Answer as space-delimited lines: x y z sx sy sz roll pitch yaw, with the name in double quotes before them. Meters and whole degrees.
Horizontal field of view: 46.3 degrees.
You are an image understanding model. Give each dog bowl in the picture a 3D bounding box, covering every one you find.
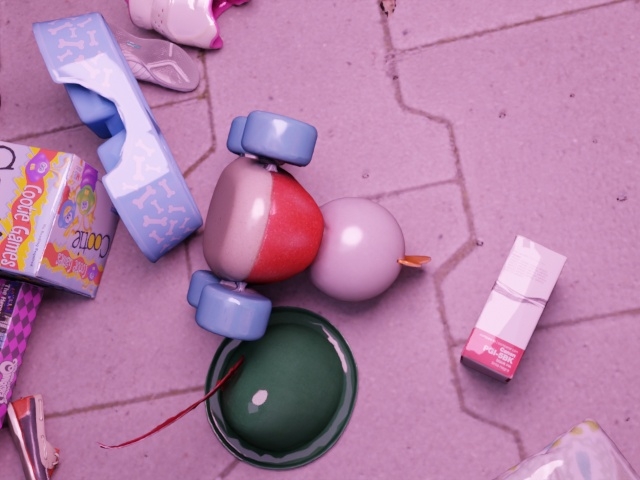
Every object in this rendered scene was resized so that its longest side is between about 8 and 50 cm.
"dog bowl" -0.223 -0.123 0.849 0.074 0.166 0.297 -26 89 -5

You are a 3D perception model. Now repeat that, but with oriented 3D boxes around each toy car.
"toy car" 0.000 0.000 0.812 0.238 0.210 0.219 15 92 -16

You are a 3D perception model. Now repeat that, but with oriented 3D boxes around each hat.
"hat" -0.065 0.154 0.756 0.173 0.183 0.208 27 82 15

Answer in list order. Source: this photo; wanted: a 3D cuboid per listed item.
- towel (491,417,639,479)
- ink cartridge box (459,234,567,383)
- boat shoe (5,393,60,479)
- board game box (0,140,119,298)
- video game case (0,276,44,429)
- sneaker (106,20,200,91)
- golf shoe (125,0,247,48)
"towel" 0.198 0.402 0.698 0.374 0.090 0.320 -33 74 0
"ink cartridge box" 0.198 0.074 0.774 0.056 0.099 0.135 25 82 15
"boat shoe" -0.321 0.242 0.854 0.043 0.049 0.137 -13 68 -35
"board game box" -0.400 -0.038 0.885 0.275 0.144 0.142 11 78 12
"video game case" -0.445 0.146 0.878 0.210 0.042 0.232 8 78 25
"sneaker" -0.224 -0.229 0.953 0.152 0.061 0.053 23 73 -5
"golf shoe" -0.117 -0.380 0.950 0.140 0.115 0.306 30 89 5
